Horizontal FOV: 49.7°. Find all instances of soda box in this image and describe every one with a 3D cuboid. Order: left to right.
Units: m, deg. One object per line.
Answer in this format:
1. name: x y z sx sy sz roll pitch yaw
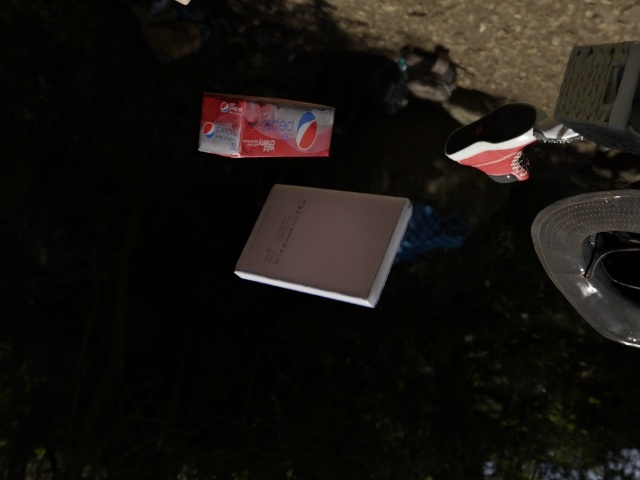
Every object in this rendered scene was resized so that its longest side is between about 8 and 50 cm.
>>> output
1. soda box: -0.080 -0.187 1.133 0.083 0.092 0.263 15 -165 29

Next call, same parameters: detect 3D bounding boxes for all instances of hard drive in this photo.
1. hard drive: 0.000 0.000 1.327 0.319 0.210 0.040 9 158 36

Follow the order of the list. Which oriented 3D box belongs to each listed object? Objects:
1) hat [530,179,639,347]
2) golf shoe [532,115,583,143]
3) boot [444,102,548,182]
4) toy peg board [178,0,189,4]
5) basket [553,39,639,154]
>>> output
1. hat: 0.446 0.013 0.900 0.331 0.134 0.331 27 153 15
2. golf shoe: 0.447 -0.221 1.148 0.198 0.077 0.094 -9 118 33
3. boot: 0.390 -0.182 1.365 0.176 0.088 0.244 25 162 -25
4. toy peg board: -0.200 -0.334 0.674 0.161 0.079 0.160 32 175 26
5. basket: 0.392 -0.178 0.891 0.167 0.113 0.103 13 -177 -41
